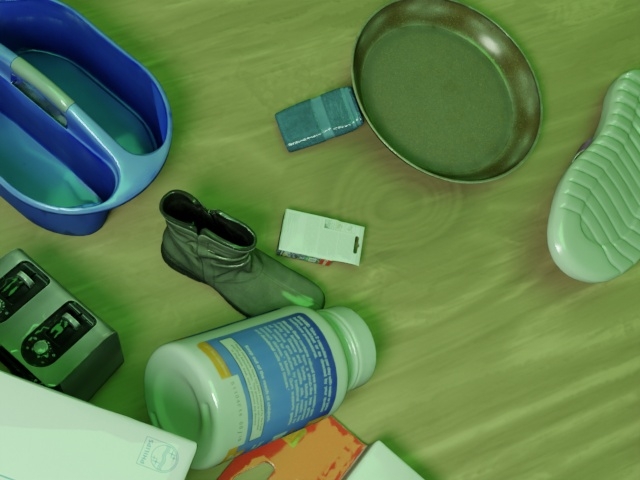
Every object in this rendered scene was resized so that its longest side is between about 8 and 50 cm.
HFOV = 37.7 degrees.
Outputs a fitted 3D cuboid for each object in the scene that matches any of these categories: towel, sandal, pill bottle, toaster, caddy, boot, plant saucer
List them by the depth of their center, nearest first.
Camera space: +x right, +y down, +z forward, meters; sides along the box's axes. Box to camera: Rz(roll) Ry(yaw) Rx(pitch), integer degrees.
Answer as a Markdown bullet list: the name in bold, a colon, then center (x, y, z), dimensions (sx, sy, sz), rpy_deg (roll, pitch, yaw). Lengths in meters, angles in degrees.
- **toaster**: center (-0.334, 0.121, 1.134), dimensions (0.168, 0.185, 0.110), rpy_deg (39, 66, 12)
- **pill bottle**: center (-0.063, 0.165, 1.141), dimensions (0.272, 0.152, 0.152), rpy_deg (-13, 73, -42)
- **boot**: center (-0.100, 0.030, 1.208), dimensions (0.246, 0.161, 0.083), rpy_deg (25, 69, -2)
- **caddy**: center (-0.352, -0.168, 1.218), dimensions (0.341, 0.179, 0.241), rpy_deg (39, 70, 3)
- **towel**: center (-0.001, -0.174, 1.347), dimensions (0.119, 0.029, 0.067), rpy_deg (-19, 79, 7)
- **sandal**: center (0.426, -0.085, 1.389), dimensions (0.169, 0.102, 0.416), rpy_deg (43, 56, -10)
- **plant saucer**: center (0.183, -0.219, 1.389), dimensions (0.310, 0.050, 0.310), rpy_deg (7, 68, -17)

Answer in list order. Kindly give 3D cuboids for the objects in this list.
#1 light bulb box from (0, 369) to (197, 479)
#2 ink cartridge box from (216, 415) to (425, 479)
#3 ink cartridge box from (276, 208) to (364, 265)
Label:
- **light bulb box**: center (-0.347, 0.274, 0.974), dimensions (0.361, 0.358, 0.225), rpy_deg (22, 67, -5)
- **ink cartridge box**: center (-0.018, 0.367, 1.163), dimensions (0.261, 0.066, 0.296), rpy_deg (40, 69, 3)
- **ink cartridge box**: center (0.000, 0.000, 1.309), dimensions (0.115, 0.029, 0.063), rpy_deg (13, 69, -8)
